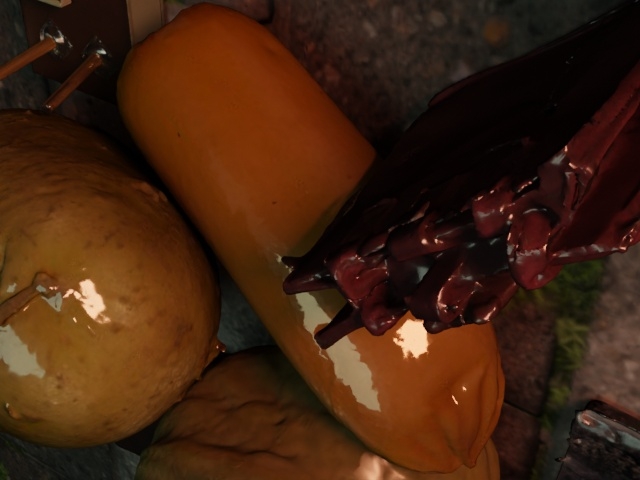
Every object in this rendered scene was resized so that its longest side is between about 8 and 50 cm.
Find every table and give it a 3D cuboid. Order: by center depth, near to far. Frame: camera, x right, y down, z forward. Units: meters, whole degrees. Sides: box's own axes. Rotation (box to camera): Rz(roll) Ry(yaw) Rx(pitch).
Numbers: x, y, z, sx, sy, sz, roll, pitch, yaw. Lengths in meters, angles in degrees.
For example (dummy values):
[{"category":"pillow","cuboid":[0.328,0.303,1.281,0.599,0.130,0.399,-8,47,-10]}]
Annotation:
[{"category":"table","cuboid":[-0.196,-0.206,0.705,0.121,0.111,0.240,23,133,26]}]

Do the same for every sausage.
[{"category":"sausage","cuboid":[0.001,-0.002,0.649,0.354,0.134,0.116,51,158,12]}]

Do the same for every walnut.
[{"category":"walnut","cuboid":[-0.008,0.220,0.746,0.277,0.282,0.253,9,132,32]}]

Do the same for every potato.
[{"category":"potato","cuboid":[-0.189,0.036,0.737,0.270,0.219,0.359,48,175,-29]}]

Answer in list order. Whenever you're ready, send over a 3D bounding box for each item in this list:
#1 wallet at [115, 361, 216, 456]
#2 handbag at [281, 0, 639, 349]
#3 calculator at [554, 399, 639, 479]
[{"category":"wallet","cuboid":[-0.145,0.178,1.003,0.229,0.049,0.182,14,128,34]},{"category":"handbag","cuboid":[0.100,-0.034,0.515,0.203,0.216,0.074,-25,108,46]},{"category":"calculator","cuboid":[0.287,0.224,0.700,0.261,0.021,0.161,27,135,21]}]
